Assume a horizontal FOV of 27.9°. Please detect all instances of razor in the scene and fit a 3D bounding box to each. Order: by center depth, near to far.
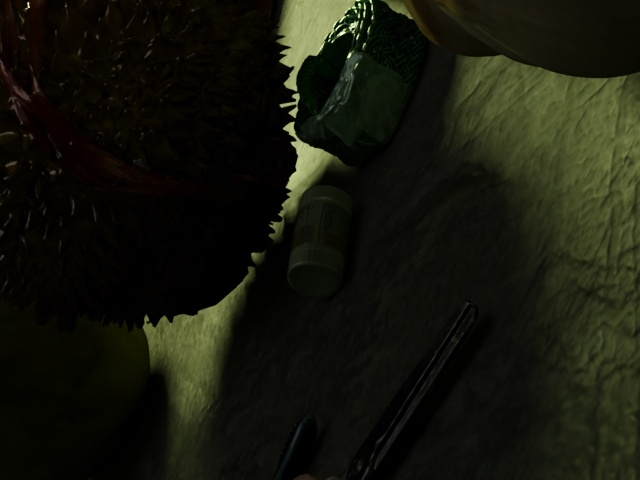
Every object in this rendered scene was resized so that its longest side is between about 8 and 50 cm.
[{"bbox_3d":[-0.042,0.194,0.943,0.028,0.044,0.154,44,107,38],"label":"razor"}]

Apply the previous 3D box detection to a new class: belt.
[{"bbox_3d":[0.025,-0.140,1.106,0.121,0.079,0.151,-31,38,57],"label":"belt"}]

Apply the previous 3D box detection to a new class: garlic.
[{"bbox_3d":[0.151,-0.183,0.721,0.203,0.184,0.281,-39,-2,-4],"label":"garlic"}]

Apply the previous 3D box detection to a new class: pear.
[{"bbox_3d":[-0.342,0.142,1.338,0.287,0.287,0.375,-61,-15,9],"label":"pear"}]

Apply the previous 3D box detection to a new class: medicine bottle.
[{"bbox_3d":[0.000,0.000,1.044,0.047,0.047,0.083,-44,29,44],"label":"medicine bottle"}]

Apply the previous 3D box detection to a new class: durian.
[{"bbox_3d":[-0.183,-0.090,1.171,0.384,0.348,0.347,-64,19,11],"label":"durian"}]

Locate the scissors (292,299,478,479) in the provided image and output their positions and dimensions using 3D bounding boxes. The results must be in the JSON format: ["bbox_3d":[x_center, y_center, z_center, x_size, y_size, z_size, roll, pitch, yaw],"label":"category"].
[{"bbox_3d":[0.015,0.168,0.830,0.317,0.024,0.160,-58,18,18],"label":"scissors"}]

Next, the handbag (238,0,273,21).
[{"bbox_3d":[-0.148,-0.255,1.701,0.260,0.084,0.275,-42,29,41],"label":"handbag"}]
